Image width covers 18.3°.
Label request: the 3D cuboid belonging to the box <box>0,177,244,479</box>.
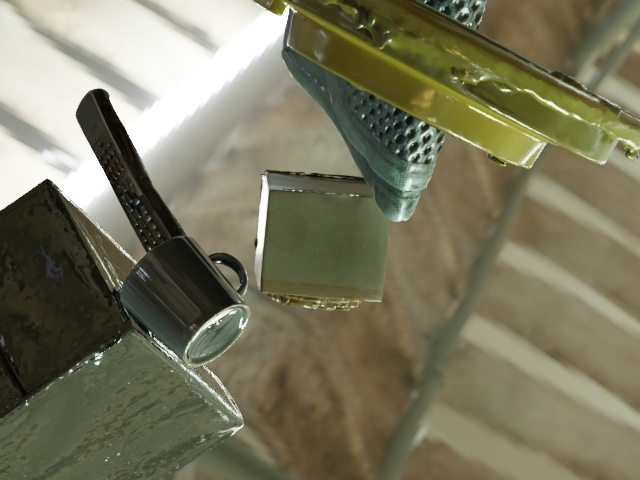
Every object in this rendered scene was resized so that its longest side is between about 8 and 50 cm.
[{"bbox_3d":[-0.276,0.135,2.044,0.204,0.251,0.345,56,-179,27],"label":"box"}]

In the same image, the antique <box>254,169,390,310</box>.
[{"bbox_3d":[0.000,0.000,2.259,0.147,0.148,0.152,4,-171,-5],"label":"antique"}]

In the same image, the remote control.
[{"bbox_3d":[-0.174,-0.048,1.888,0.028,0.059,0.212,-20,-106,-36],"label":"remote control"}]

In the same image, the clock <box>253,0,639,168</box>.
[{"bbox_3d":[0.052,-0.087,0.977,0.237,0.057,0.237,28,-173,-4],"label":"clock"}]

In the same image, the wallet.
[{"bbox_3d":[0.051,-0.215,1.502,0.075,0.342,0.237,-4,-139,-25],"label":"wallet"}]

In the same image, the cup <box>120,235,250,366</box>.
[{"bbox_3d":[-0.096,0.045,1.574,0.100,0.078,0.077,-29,-119,-33],"label":"cup"}]
